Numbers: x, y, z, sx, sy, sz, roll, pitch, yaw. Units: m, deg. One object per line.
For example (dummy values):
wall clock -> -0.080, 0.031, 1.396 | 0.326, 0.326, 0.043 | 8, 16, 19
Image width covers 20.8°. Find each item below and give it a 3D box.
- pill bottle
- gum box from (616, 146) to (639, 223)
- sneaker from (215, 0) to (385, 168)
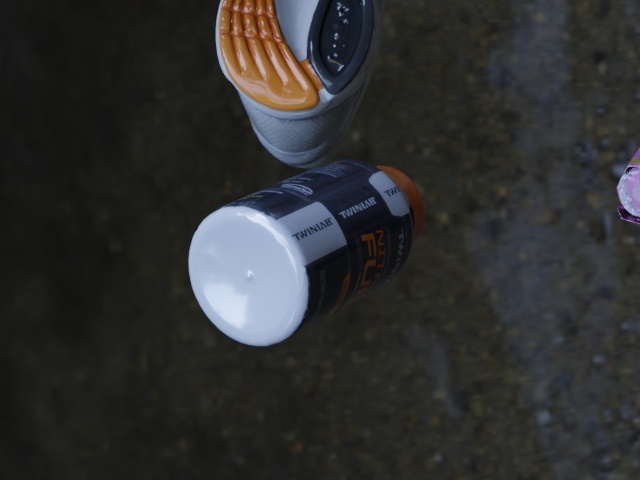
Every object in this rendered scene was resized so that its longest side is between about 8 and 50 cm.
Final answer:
pill bottle -> 0.000, 0.000, 1.597 | 0.130, 0.245, 0.130 | 12, 112, 31
gum box -> 0.385, -0.051, 1.675 | 0.188, 0.107, 0.062 | 12, 117, 21
sneaker -> 0.000, -0.160, 0.949 | 0.099, 0.121, 0.262 | 13, 65, 6
